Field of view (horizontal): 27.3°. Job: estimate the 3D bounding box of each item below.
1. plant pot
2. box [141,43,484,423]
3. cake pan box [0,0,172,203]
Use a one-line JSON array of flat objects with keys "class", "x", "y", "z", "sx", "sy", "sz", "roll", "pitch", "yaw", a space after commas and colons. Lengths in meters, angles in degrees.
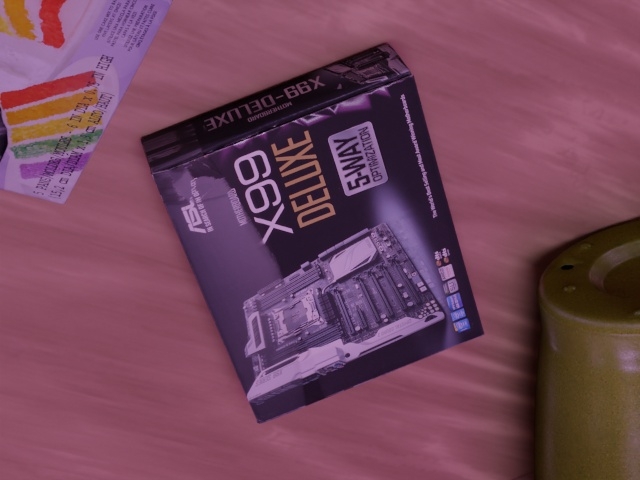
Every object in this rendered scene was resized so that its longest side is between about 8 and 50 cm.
[{"class": "plant pot", "x": 0.365, "y": 0.177, "z": 1.316, "sx": 0.366, "sy": 0.366, "sz": 0.353, "roll": -18, "pitch": 112, "yaw": -6}, {"class": "box", "x": 0.000, "y": 0.000, "z": 1.230, "sx": 0.242, "sy": 0.076, "sz": 0.307, "roll": -21, "pitch": 124, "yaw": -4}, {"class": "cake pan box", "x": -0.273, "y": -0.148, "z": 1.014, "sx": 0.245, "sy": 0.070, "sz": 0.267, "roll": 16, "pitch": 137, "yaw": -24}]
